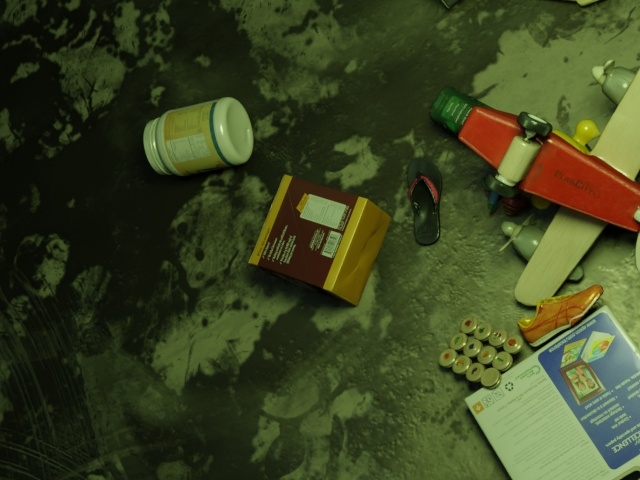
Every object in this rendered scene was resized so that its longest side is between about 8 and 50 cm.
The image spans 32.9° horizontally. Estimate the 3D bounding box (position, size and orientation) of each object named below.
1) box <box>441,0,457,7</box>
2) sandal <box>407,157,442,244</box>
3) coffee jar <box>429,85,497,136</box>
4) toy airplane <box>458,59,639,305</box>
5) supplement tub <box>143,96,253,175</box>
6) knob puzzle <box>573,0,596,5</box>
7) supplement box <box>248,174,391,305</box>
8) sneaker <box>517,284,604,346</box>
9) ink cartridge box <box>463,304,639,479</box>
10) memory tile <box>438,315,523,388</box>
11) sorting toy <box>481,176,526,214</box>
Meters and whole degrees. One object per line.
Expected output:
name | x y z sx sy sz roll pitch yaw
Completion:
box | 0.322 -0.703 2.185 0.395 0.097 0.318 -37 58 11
sandal | 0.201 -0.081 2.090 0.067 0.040 0.179 -11 70 22
coffee jar | 0.302 -0.219 2.053 0.184 0.096 0.079 33 93 31
toy airplane | 0.469 -0.108 1.871 0.386 0.272 0.384 -19 106 11
supplement tub | -0.258 -0.216 2.294 0.199 0.144 0.144 -10 70 23
knob puzzle | 0.528 -0.535 2.081 0.213 0.030 0.213 -8 70 23
supplement box | 0.000 0.000 2.110 0.194 0.129 0.191 18 83 29
sneaker | 0.413 0.122 1.878 0.175 0.064 0.067 -38 86 31
ink cartridge box | 0.447 0.318 1.833 0.303 0.072 0.307 -35 64 10
memory tile | 0.285 0.199 1.940 0.148 0.012 0.113 22 73 49
sorting toy | 0.336 -0.078 2.024 0.102 0.061 0.042 38 127 37
